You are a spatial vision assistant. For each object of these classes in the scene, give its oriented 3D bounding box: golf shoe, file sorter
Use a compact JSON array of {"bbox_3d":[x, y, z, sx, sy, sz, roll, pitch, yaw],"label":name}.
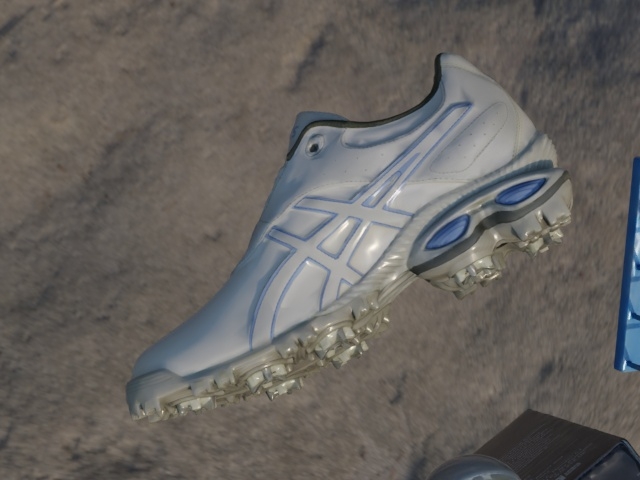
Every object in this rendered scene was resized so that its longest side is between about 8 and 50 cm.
[{"bbox_3d":[0.000,0.000,0.450,0.176,0.069,0.086,-29,78,-3],"label":"golf shoe"},{"bbox_3d":[0.310,0.026,0.957,0.118,0.104,0.170,-3,103,-27],"label":"file sorter"}]

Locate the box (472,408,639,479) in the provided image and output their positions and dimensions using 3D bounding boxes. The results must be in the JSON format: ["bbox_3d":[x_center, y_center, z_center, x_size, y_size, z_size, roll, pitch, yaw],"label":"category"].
[{"bbox_3d":[0.288,0.376,1.389,0.212,0.395,0.293,-38,91,-6],"label":"box"}]

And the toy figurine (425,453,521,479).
[{"bbox_3d":[0.029,0.230,0.655,0.213,0.209,0.148,-14,42,-12],"label":"toy figurine"}]
